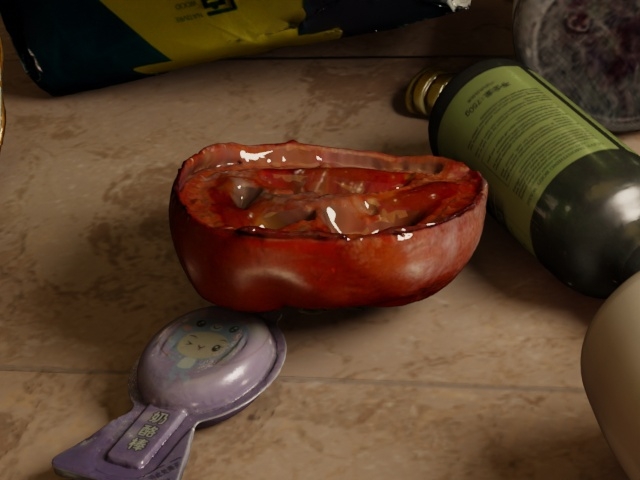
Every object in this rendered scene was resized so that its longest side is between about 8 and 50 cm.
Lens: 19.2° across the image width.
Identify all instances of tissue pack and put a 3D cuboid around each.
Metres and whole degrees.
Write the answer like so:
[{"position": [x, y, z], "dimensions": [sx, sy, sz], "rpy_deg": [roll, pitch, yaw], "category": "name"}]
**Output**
[{"position": [-0.070, -0.306, 1.570], "dimensions": [0.416, 0.264, 0.253], "rpy_deg": [-8, 29, 26], "category": "tissue pack"}]

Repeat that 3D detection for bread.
[{"position": [0.109, -0.115, 1.515], "dimensions": [0.088, 0.034, 0.049], "rpy_deg": [21, 51, 37], "category": "bread"}]

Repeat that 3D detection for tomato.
[{"position": [-0.002, 0.003, 1.298], "dimensions": [0.228, 0.101, 0.228], "rpy_deg": [2, 16, -1], "category": "tomato"}]

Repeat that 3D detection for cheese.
[{"position": [-0.088, 0.099, 1.246], "dimensions": [0.105, 0.042, 0.191], "rpy_deg": [8, 40, 27], "category": "cheese"}]

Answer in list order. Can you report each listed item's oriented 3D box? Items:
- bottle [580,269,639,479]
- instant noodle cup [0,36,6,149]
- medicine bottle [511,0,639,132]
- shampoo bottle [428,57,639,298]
[{"position": [0.244, 0.125, 1.039], "dimensions": [0.147, 0.147, 0.236], "rpy_deg": [-13, 42, -4], "category": "bottle"}, {"position": [-0.344, -0.102, 1.474], "dimensions": [0.172, 0.216, 0.216], "rpy_deg": [1, 35, 1], "category": "instant noodle cup"}, {"position": [0.238, -0.215, 1.511], "dimensions": [0.165, 0.165, 0.273], "rpy_deg": [-3, 31, 10], "category": "medicine bottle"}, {"position": [0.178, -0.028, 1.308], "dimensions": [0.101, 0.101, 0.284], "rpy_deg": [-21, 36, -16], "category": "shampoo bottle"}]
